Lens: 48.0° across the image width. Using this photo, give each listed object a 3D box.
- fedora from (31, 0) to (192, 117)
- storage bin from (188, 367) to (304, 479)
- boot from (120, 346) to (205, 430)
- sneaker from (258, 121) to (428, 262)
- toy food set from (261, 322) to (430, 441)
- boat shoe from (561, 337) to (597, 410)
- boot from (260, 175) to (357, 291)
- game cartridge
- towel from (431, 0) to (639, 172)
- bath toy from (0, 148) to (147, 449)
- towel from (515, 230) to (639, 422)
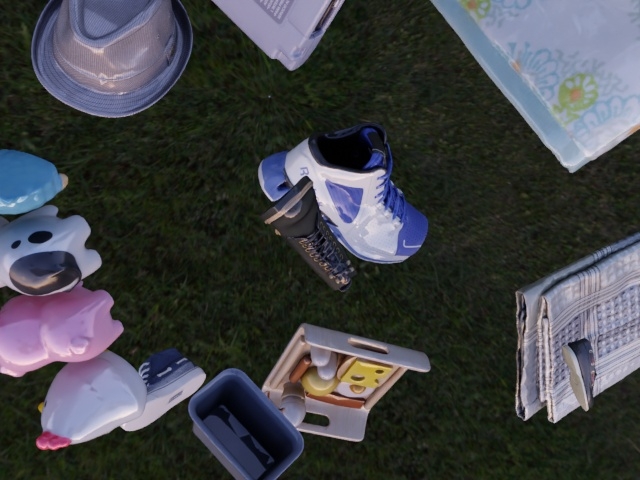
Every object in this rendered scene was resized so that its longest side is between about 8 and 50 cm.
[{"bbox_3d":[-0.328,-0.346,1.140,0.244,0.124,0.275,29,65,-2],"label":"fedora"},{"bbox_3d":[-0.094,0.234,0.878,0.135,0.091,0.098,45,57,11],"label":"storage bin"},{"bbox_3d":[-0.287,0.247,1.214,0.086,0.190,0.069,36,118,19],"label":"boot"},{"bbox_3d":[0.075,-0.082,1.168,0.316,0.127,0.182,26,140,-27],"label":"sneaker"},{"bbox_3d":[0.030,0.264,1.265,0.220,0.092,0.306,15,140,-13],"label":"toy food set"},{"bbox_3d":[0.410,0.210,1.116,0.042,0.049,0.133,-23,117,-5],"label":"boat shoe"},{"bbox_3d":[0.000,0.000,0.882,0.077,0.198,0.137,-40,87,-1],"label":"boot"},{"bbox_3d":[-0.032,-0.362,0.810,0.196,0.060,0.294,43,135,3],"label":"game cartridge"},{"bbox_3d":[0.313,-0.316,0.836,0.320,0.090,0.374,-40,70,24],"label":"towel"},{"bbox_3d":[-0.301,0.084,0.762,0.151,0.129,0.348,11,128,34],"label":"bath toy"},{"bbox_3d":[0.473,0.153,1.235,0.324,0.056,0.312,-22,127,-16],"label":"towel"}]
